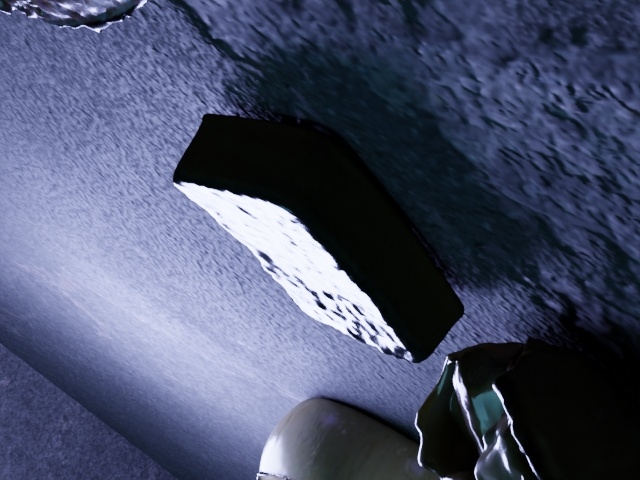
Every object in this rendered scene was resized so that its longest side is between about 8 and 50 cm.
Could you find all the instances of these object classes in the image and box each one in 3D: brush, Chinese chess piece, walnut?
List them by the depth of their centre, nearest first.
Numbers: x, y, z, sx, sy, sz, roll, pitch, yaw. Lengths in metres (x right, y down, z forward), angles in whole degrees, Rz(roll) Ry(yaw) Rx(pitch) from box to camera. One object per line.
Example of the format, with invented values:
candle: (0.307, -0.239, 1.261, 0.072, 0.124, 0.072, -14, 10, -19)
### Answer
walnut: (0.153, 0.155, 0.897, 0.141, 0.238, 0.204, -4, 134, -10)
brush: (0.000, 0.000, 0.915, 0.123, 0.059, 0.197, 18, 158, 46)
Chinese chess piece: (0.057, 0.272, 1.495, 0.257, 0.104, 0.257, 30, 164, 10)

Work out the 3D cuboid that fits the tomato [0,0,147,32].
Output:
tomato: (-0.152, -0.190, 0.620, 0.225, 0.085, 0.225, 28, 159, 12)
